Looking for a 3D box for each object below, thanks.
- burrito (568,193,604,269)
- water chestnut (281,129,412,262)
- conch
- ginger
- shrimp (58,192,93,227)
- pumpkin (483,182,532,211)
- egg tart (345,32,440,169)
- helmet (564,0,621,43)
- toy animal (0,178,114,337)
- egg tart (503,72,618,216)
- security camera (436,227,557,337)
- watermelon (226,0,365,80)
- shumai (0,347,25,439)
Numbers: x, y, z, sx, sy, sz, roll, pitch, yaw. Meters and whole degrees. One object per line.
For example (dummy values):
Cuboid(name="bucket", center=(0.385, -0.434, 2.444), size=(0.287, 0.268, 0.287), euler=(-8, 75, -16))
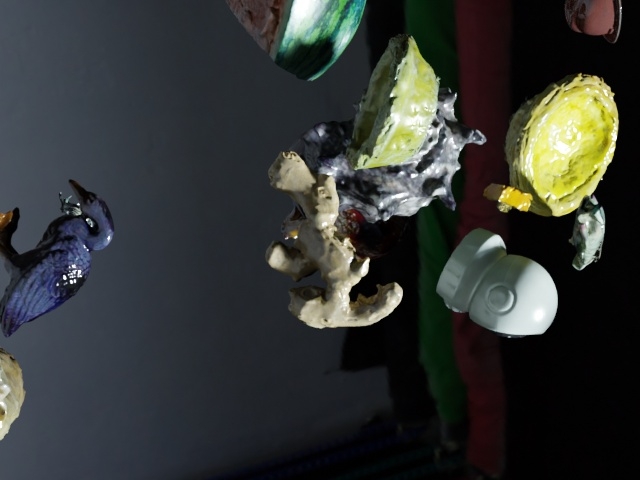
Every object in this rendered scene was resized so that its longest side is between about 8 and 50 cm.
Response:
Cuboid(name="burrito", center=(0.588, -0.014, 2.141), size=(0.309, 0.066, 0.096), euler=(62, 22, -68))
Cuboid(name="water chestnut", center=(0.039, -0.092, 2.202), size=(0.350, 0.302, 0.350), euler=(49, 9, -11))
Cuboid(name="conch", center=(0.103, -0.150, 1.559), size=(0.186, 0.313, 0.241), euler=(-98, 166, -71))
Cuboid(name="ginger", center=(-0.012, 0.010, 1.298), size=(0.259, 0.149, 0.065), euler=(58, 13, -1))
Cuboid(name="shrimp", center=(-0.493, -0.040, 1.925), size=(0.082, 0.076, 0.174), euler=(59, -9, -29))
Cuboid(name="pumpkin", center=(0.371, -0.083, 1.944), size=(0.083, 0.074, 0.054), euler=(-142, -110, -74))
Cuboid(name="egg tart", center=(0.097, -0.174, 1.267), size=(0.197, 0.078, 0.197), euler=(-162, -90, -77))
Cuboid(name="helmet", center=(0.364, -0.314, 1.323), size=(0.089, 0.057, 0.111), euler=(-117, -170, -47))
Cuboid(name="toy animal", center=(-0.480, 0.035, 1.646), size=(0.298, 0.185, 0.122), euler=(-60, 179, -7))
Cuboid(name="egg tart", center=(0.545, -0.227, 2.252), size=(0.132, 0.345, 0.345), euler=(31, -47, 53))
Cuboid(name="security camera", center=(0.385, 0.105, 2.043), size=(0.236, 0.194, 0.195), euler=(33, -37, 22))
Cuboid(name="watermelon", center=(-0.027, -0.379, 1.692), size=(0.319, 0.292, 0.222), euler=(-11, -105, 42))
Cuboid(name="shumai", center=(-0.502, 0.197, 1.364), size=(0.262, 0.314, 0.267), euler=(-8, -103, 33))
